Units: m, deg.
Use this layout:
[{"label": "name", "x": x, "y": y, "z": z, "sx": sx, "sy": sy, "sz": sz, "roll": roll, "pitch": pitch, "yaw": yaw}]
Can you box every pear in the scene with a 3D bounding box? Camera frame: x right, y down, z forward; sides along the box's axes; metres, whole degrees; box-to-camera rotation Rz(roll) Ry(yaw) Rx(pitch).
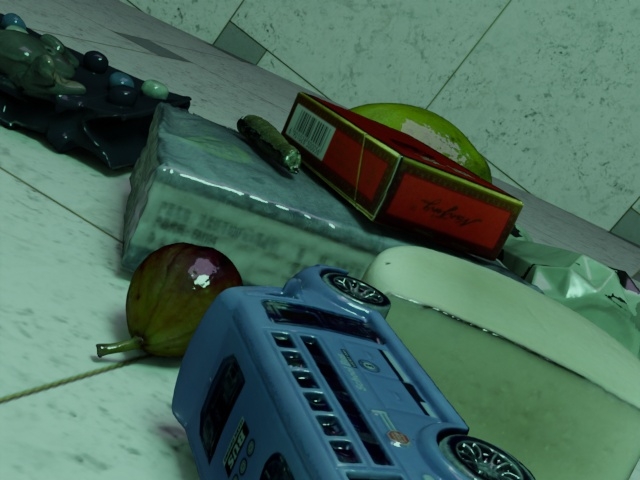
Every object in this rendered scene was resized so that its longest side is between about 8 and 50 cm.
[{"label": "pear", "x": 0.098, "y": -0.083, "z": 1.288, "sx": 0.269, "sy": 0.212, "sz": 0.212, "roll": 18, "pitch": 10, "yaw": 24}]

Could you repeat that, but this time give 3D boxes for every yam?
[{"label": "yam", "x": -0.046, "y": -0.097, "z": 0.950, "sx": 0.033, "sy": 0.027, "sz": 0.129, "roll": 15, "pitch": 16, "yaw": -33}]

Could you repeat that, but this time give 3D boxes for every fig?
[{"label": "fig", "x": -0.112, "y": 0.057, "z": 0.702, "sx": 0.089, "sy": 0.089, "sz": 0.125, "roll": 27, "pitch": 39, "yaw": 9}]

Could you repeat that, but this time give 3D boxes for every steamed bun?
[{"label": "steamed bun", "x": 0.128, "y": 0.108, "z": 0.741, "sx": 0.242, "sy": 0.146, "sz": 0.164, "roll": 25, "pitch": 16, "yaw": 2}]

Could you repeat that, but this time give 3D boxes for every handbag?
[{"label": "handbag", "x": -0.343, "y": -0.200, "z": 1.183, "sx": 0.326, "sy": 0.118, "sz": 0.269, "roll": 24, "pitch": 14, "yaw": 7}]

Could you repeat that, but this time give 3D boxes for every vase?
[{"label": "vase", "x": 0.257, "y": 0.066, "z": 1.133, "sx": 0.165, "sy": 0.165, "sz": 0.360, "roll": 22, "pitch": 10, "yaw": -9}]

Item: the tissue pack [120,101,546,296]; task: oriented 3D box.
[{"label": "tissue pack", "x": 0.000, "y": 0.000, "z": 0.981, "sx": 0.394, "sy": 0.124, "sz": 0.288, "roll": 20, "pitch": 15, "yaw": -15}]

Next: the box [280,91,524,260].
[{"label": "box", "x": 0.072, "y": -0.070, "z": 0.959, "sx": 0.153, "sy": 0.074, "sz": 0.240, "roll": 22, "pitch": 12, "yaw": -31}]

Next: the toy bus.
[{"label": "toy bus", "x": -0.003, "y": 0.113, "z": 0.550, "sx": 0.133, "sy": 0.125, "sz": 0.292, "roll": 17, "pitch": 17, "yaw": -25}]
